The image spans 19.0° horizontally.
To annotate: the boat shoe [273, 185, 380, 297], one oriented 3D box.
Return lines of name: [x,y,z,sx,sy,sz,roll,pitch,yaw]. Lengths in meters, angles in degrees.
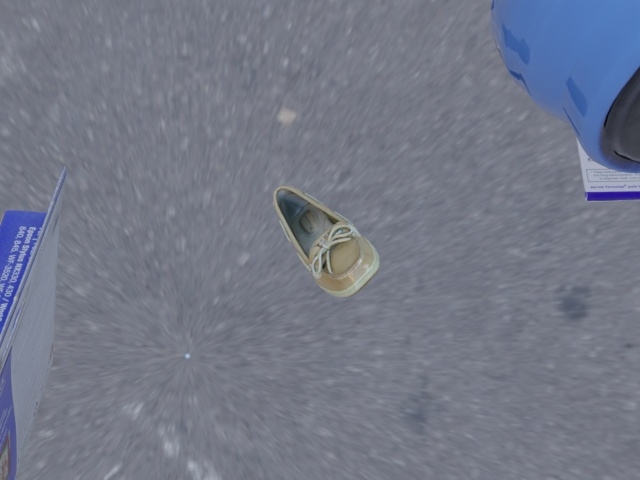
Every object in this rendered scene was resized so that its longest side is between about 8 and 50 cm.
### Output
boat shoe: [0.001,-0.002,1.577,0.056,0.153,0.048,-44,120,5]

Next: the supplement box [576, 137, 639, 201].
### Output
supplement box: [0.298,-0.159,1.813,0.114,0.111,0.220,-1,121,24]

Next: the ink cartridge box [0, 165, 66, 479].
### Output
ink cartridge box: [-0.300,0.132,1.710,0.072,0.307,0.304,13,52,3]

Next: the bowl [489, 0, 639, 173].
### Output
bowl: [0.263,-0.151,0.837,0.391,0.391,0.077,-25,74,-5]
